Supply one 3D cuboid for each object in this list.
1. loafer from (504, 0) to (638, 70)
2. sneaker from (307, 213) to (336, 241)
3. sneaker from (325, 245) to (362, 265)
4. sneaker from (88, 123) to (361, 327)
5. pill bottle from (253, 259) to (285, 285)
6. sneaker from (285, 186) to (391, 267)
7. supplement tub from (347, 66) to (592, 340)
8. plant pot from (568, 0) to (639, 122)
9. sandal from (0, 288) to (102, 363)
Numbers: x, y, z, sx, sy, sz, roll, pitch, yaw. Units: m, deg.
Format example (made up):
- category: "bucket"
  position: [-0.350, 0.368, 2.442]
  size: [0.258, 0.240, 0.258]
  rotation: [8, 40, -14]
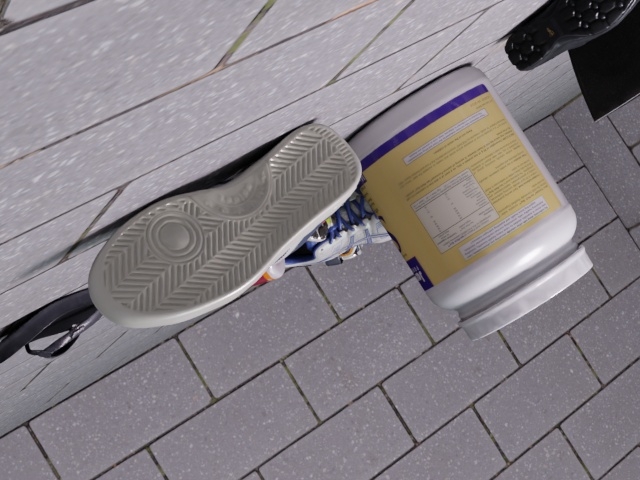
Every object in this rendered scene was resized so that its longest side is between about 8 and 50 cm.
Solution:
- category: "loafer"
  position: [0.336, -0.295, 1.594]
  size: [0.078, 0.076, 0.223]
  rotation: [-36, -175, -39]
- category: "sneaker"
  position: [-0.055, -0.029, 1.627]
  size: [0.118, 0.107, 0.279]
  rotation: [-23, 176, 10]
- category: "sneaker"
  position: [0.000, 0.000, 2.346]
  size: [0.321, 0.127, 0.126]
  rotation: [-31, 178, 9]
- category: "sneaker"
  position: [-0.107, 0.004, 1.319]
  size: [0.350, 0.131, 0.148]
  rotation: [-31, 172, -32]
- category: "pill bottle"
  position: [-0.135, 0.034, 1.763]
  size: [0.152, 0.086, 0.086]
  rotation: [-17, -179, 17]
- category: "sneaker"
  position: [0.034, -0.023, 1.912]
  size: [0.296, 0.112, 0.131]
  rotation: [-31, 176, 39]
- category: "supplement tub"
  position: [0.210, -0.051, 1.717]
  size: [0.241, 0.331, 0.241]
  rotation: [-32, 176, -2]
- category: "plant pot"
  position: [0.448, -0.302, 1.686]
  size: [0.188, 0.167, 0.187]
  rotation: [-28, 175, -41]
- category: "sandal"
  position: [-0.310, 0.103, 1.542]
  size: [0.097, 0.054, 0.254]
  rotation: [-35, 176, 33]
